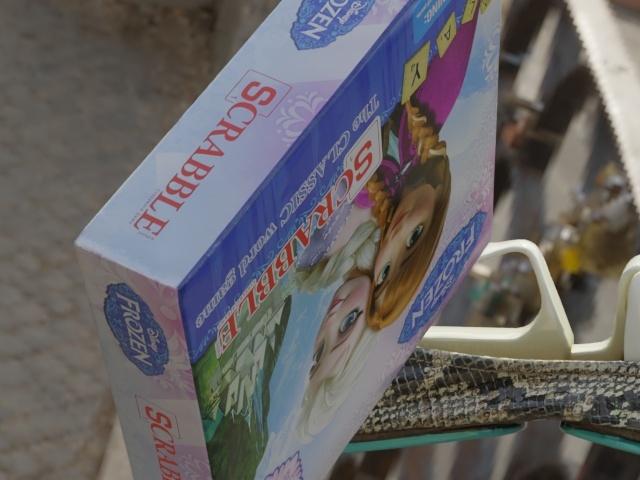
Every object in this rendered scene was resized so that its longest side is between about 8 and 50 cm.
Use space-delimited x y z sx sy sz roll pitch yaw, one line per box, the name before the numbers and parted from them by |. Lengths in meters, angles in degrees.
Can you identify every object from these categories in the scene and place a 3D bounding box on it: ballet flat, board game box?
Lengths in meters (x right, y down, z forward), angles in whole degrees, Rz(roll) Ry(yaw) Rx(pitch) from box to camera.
ballet flat | 0.178 0.091 1.455 0.483 0.182 0.164 3 1 15
board game box | 0.000 0.000 1.059 0.066 0.318 0.318 25 59 21
